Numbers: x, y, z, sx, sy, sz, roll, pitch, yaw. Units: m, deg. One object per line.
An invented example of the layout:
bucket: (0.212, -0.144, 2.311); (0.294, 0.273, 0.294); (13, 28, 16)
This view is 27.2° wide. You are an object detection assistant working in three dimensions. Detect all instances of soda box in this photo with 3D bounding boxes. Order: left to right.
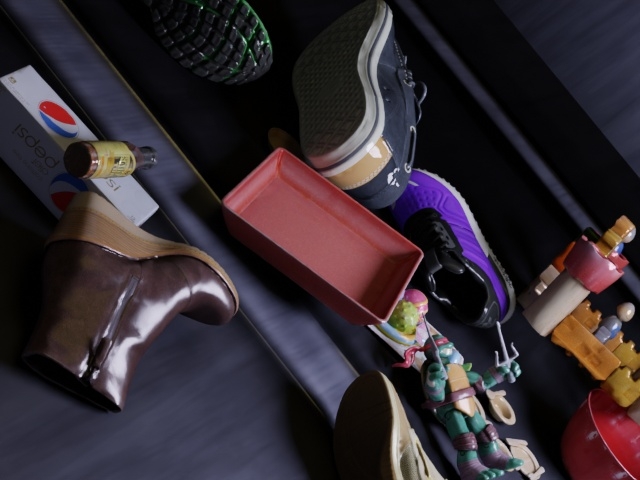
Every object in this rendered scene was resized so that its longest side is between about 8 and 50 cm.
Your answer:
soda box: (-0.283, -0.086, 1.448); (0.216, 0.069, 0.074); (48, 26, -4)

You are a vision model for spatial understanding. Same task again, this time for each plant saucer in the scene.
plant saucer: (-0.050, -0.129, 1.947); (0.083, 0.015, 0.083); (37, 28, -24)
plant saucer: (0.000, 0.000, 1.768); (0.258, 0.048, 0.259); (36, 25, 1)

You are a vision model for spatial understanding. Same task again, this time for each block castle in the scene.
block castle: (0.509, 0.117, 2.152); (0.303, 0.213, 0.453); (44, 11, 9)

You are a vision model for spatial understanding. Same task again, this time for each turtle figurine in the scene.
turtle figurine: (0.192, 0.203, 1.764); (0.175, 0.118, 0.234); (-13, 81, -40)

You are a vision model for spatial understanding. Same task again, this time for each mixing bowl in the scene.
mixing bowl: (0.429, 0.325, 2.002); (0.181, 0.098, 0.181); (39, 27, -24)

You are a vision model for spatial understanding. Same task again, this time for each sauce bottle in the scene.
sauce bottle: (-0.221, -0.088, 1.419); (0.042, 0.042, 0.128); (56, 28, 13)

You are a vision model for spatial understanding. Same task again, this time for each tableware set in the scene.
tableware set: (0.257, 0.273, 1.887); (0.141, 0.020, 0.168); (10, 46, -53)

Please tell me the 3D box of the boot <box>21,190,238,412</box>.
boot: (-0.192, 0.088, 1.359); (0.248, 0.090, 0.207); (36, 47, -36)

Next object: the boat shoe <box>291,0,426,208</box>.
boat shoe: (0.064, -0.221, 2.077); (0.156, 0.187, 0.500); (47, 24, -28)

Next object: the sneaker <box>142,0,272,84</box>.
sneaker: (-0.196, -0.369, 1.903); (0.343, 0.134, 0.146); (44, 25, -10)

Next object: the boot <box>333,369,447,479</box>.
boot: (0.124, 0.292, 1.556); (0.203, 0.095, 0.262); (27, 35, -38)

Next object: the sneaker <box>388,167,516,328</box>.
sneaker: (0.188, 0.012, 2.039); (0.293, 0.102, 0.146); (54, 26, 9)

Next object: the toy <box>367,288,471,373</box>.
toy: (0.125, 0.106, 1.861); (0.237, 0.056, 0.137); (46, 24, -8)
